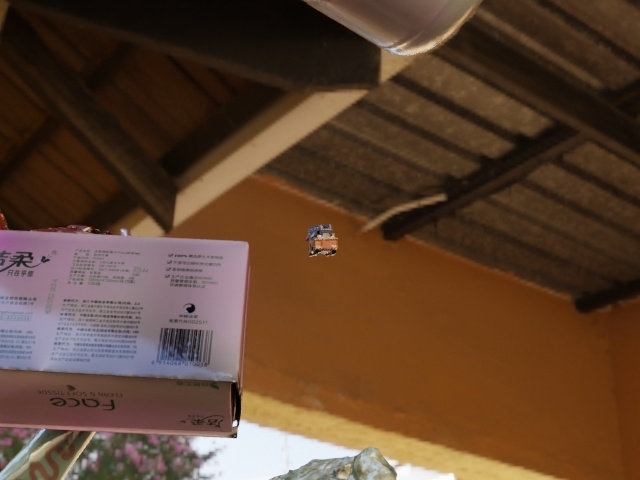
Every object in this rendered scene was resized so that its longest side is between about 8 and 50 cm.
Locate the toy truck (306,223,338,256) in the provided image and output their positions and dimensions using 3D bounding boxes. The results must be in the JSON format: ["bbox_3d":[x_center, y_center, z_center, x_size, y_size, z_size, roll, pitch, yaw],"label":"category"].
[{"bbox_3d":[0.000,0.000,0.951,0.024,0.032,0.083,-5,-3,-7],"label":"toy truck"}]

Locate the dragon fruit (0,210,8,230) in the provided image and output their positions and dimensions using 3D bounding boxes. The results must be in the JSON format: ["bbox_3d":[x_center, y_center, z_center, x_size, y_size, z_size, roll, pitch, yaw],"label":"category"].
[{"bbox_3d":[-0.376,0.020,1.007,0.133,0.150,0.207,-21,-56,-23],"label":"dragon fruit"}]

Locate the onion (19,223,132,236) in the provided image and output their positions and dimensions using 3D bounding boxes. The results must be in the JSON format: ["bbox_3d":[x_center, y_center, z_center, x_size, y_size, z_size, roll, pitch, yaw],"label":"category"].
[{"bbox_3d":[-0.396,0.125,1.567,0.341,0.341,0.341,2,-28,1],"label":"onion"}]

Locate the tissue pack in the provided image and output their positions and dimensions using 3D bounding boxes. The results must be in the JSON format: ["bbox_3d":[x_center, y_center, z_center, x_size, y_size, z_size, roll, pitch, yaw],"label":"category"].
[{"bbox_3d":[-0.184,0.074,0.832,0.246,0.148,0.092,3,-40,-1],"label":"tissue pack"}]

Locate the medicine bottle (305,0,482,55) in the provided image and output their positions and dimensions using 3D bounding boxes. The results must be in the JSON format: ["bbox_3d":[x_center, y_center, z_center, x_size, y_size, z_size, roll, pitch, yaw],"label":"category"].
[{"bbox_3d":[0.042,-0.398,1.175,0.325,0.256,0.256,28,-36,-22],"label":"medicine bottle"}]

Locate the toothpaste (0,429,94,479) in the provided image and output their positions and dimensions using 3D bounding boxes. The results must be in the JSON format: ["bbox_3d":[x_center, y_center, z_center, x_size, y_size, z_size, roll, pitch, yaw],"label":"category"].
[{"bbox_3d":[-0.223,0.169,0.872,0.056,0.205,0.036,42,-26,-13],"label":"toothpaste"}]

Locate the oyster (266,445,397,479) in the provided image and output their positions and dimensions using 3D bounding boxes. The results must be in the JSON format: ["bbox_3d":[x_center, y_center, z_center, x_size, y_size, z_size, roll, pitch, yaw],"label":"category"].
[{"bbox_3d":[-0.017,0.191,0.565,0.125,0.064,0.177,-12,-52,-22],"label":"oyster"}]
